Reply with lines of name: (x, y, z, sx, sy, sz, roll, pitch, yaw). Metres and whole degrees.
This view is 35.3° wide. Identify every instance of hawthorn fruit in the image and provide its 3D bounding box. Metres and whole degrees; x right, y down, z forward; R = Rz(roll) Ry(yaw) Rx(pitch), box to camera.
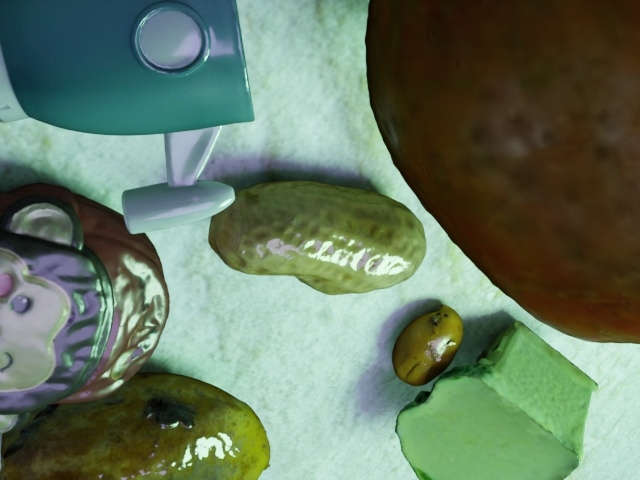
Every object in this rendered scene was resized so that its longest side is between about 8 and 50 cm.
hawthorn fruit: (0.228, -0.096, 0.692, 0.402, 0.403, 0.403, -14, 141, -12)

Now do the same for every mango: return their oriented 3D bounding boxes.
mango: (0.125, 0.130, 1.183, 0.077, 0.063, 0.127, -8, 142, -33)

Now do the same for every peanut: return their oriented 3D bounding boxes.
peanut: (0.000, 0.000, 0.942, 0.226, 0.095, 0.108, 9, 128, -33)

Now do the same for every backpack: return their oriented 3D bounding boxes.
backpack: (-0.237, 0.054, 0.862, 0.229, 0.139, 0.229, -12, 122, -20)

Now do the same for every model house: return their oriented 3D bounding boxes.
model house: (0.219, 0.210, 1.251, 0.189, 0.195, 0.214, -47, 172, -47)

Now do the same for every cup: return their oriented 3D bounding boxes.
cup: (-0.139, -0.143, 0.663, 0.173, 0.167, 0.300, -9, 114, -2)

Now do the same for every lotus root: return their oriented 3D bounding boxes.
lotus root: (-0.196, 0.228, 1.064, 0.291, 0.193, 0.193, -4, 138, -19)
